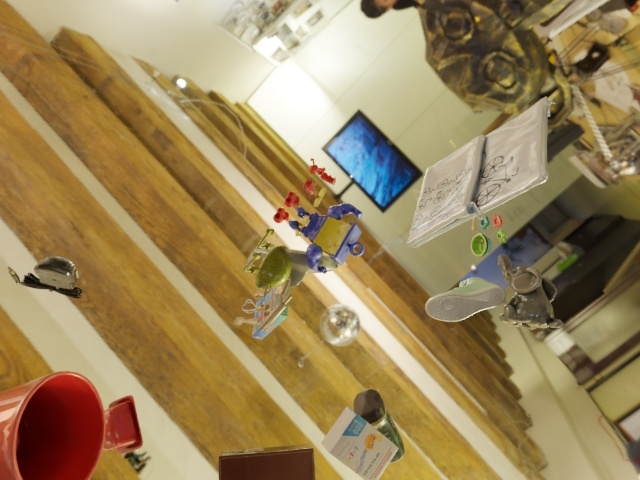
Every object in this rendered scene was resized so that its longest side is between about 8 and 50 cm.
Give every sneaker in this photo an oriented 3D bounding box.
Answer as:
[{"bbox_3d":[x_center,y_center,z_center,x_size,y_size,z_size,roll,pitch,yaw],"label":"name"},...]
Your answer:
[{"bbox_3d":[0.453,0.189,1.568,0.151,0.255,0.094,-115,14,-79],"label":"sneaker"}]

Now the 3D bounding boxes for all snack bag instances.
[{"bbox_3d":[0.350,-0.152,1.067,0.037,0.342,0.323,43,-135,-17],"label":"snack bag"}]

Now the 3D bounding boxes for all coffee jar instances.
[{"bbox_3d":[0.150,0.477,1.237,0.096,0.079,0.184,-100,-15,-68],"label":"coffee jar"}]

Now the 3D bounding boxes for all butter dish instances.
[{"bbox_3d":[-0.624,0.563,1.433,0.118,0.160,0.160,0,-113,-51],"label":"butter dish"}]

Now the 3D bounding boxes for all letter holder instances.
[{"bbox_3d":[-0.171,0.791,1.550,0.152,0.301,0.215,112,155,-71],"label":"letter holder"}]

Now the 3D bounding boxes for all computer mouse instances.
[{"bbox_3d":[-0.731,0.080,1.272,0.184,0.262,0.060,16,-116,-13],"label":"computer mouse"}]

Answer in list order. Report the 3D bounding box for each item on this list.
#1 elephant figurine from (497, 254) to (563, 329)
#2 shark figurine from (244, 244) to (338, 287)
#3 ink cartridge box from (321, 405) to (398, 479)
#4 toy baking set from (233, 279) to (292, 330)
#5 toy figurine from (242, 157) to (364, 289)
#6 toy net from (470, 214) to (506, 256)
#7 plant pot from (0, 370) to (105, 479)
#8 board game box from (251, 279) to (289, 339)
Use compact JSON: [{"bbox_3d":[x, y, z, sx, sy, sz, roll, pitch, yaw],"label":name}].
[{"bbox_3d":[0.660,0.153,1.529,0.185,0.240,0.169,11,164,12],"label":"elephant figurine"},{"bbox_3d":[-0.096,0.072,1.348,0.278,0.116,0.166,8,172,8],"label":"shark figurine"},{"bbox_3d":[0.105,0.486,1.114,0.181,0.104,0.061,42,167,-15],"label":"ink cartridge box"},{"bbox_3d":[-0.202,0.232,1.721,0.030,0.256,0.196,40,177,-36],"label":"toy baking set"},{"bbox_3d":[0.000,0.000,1.222,0.217,0.363,0.191,28,169,18],"label":"toy figurine"},{"bbox_3d":[0.491,-0.068,1.480,0.045,0.122,0.232,2,-125,-20],"label":"toy net"},{"bbox_3d":[-0.675,0.449,1.085,0.275,0.243,0.275,-12,-90,-76],"label":"plant pot"},{"bbox_3d":[-0.189,0.262,1.828,0.047,0.210,0.160,22,-133,-23],"label":"board game box"}]
